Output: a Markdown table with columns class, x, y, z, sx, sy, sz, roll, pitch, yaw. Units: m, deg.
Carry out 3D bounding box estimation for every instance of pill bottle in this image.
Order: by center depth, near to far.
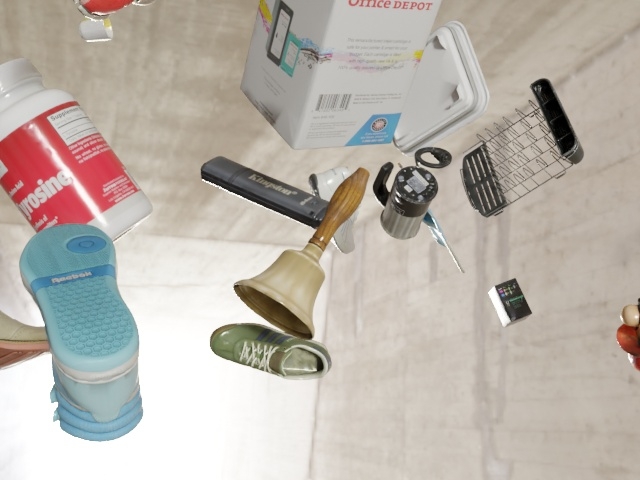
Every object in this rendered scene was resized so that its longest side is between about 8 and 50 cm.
| class | x | y | z | sx | sy | sz | roll | pitch | yaw |
| --- | --- | --- | --- | --- | --- | --- | --- | --- | --- |
| pill bottle | -0.555 | -0.162 | 1.670 | 0.408 | 0.229 | 0.229 | 54 | -16 | -6 |

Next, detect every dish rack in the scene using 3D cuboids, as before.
| class | x | y | z | sx | sy | sz | roll | pitch | yaw |
| --- | --- | --- | --- | --- | --- | --- | --- | --- | --- |
| dish rack | 0.404 | -0.182 | 1.674 | 0.271 | 0.074 | 0.208 | -34 | -134 | 29 |
| dish rack | 0.285 | -0.413 | 2.204 | 0.333 | 0.072 | 0.286 | -30 | -109 | 44 |

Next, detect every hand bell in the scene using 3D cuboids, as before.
| class | x | y | z | sx | sy | sz | roll | pitch | yaw |
| --- | --- | --- | --- | --- | --- | --- | --- | --- | --- |
| hand bell | 0.000 | 0.000 | 1.083 | 0.242 | 0.126 | 0.126 | -56 | -173 | -20 |

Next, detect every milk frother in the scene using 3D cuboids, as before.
| class | x | y | z | sx | sy | sz | roll | pitch | yaw |
| --- | --- | --- | --- | --- | --- | --- | --- | --- | --- |
| milk frother | 0.186 | -0.097 | 1.547 | 0.135 | 0.143 | 0.129 | 107 | -38 | -59 |

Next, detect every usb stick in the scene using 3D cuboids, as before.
| class | x | y | z | sx | sy | sz | roll | pitch | yaw |
| --- | --- | --- | --- | --- | --- | --- | --- | --- | --- |
| usb stick | -0.099 | -0.089 | 1.471 | 0.077 | 0.278 | 0.045 | -30 | 138 | -52 |

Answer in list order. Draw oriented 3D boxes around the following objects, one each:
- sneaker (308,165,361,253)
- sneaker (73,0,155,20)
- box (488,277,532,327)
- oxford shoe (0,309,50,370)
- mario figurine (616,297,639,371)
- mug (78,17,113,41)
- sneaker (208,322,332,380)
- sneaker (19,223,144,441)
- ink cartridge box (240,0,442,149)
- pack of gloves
| class | x | y | z | sx | sy | sz | roll | pitch | yaw |
| --- | --- | --- | --- | --- | --- | --- | --- | --- | --- |
| sneaker | 0.064 | -0.082 | 2.290 | 0.111 | 0.129 | 0.297 | -123 | -169 | -48 |
| sneaker | -0.342 | -0.475 | 1.442 | 0.107 | 0.118 | 0.279 | 66 | 32 | -17 |
| box | 0.397 | 0.130 | 1.683 | 0.062 | 0.052 | 0.083 | 91 | -23 | -72 |
| oxford shoe | -0.613 | 0.160 | 1.493 | 0.397 | 0.140 | 0.147 | 25 | 44 | -72 |
| mario figurine | 0.526 | 0.075 | 1.203 | 0.170 | 0.198 | 0.321 | 39 | -45 | 32 |
| mug | -0.510 | -0.482 | 1.816 | 0.078 | 0.064 | 0.062 | -97 | 173 | -50 |
| sneaker | -0.072 | 0.171 | 1.222 | 0.086 | 0.192 | 0.064 | -140 | -118 | -77 |
| sneaker | -0.311 | 0.129 | 1.046 | 0.319 | 0.127 | 0.208 | -123 | -149 | -51 |
| ink cartridge box | 0.026 | -0.310 | 1.253 | 0.197 | 0.198 | 0.270 | 51 | -45 | 38 |
| pack of gloves | 0.234 | -0.046 | 1.814 | 0.232 | 0.046 | 0.195 | 57 | 5 | -23 |
